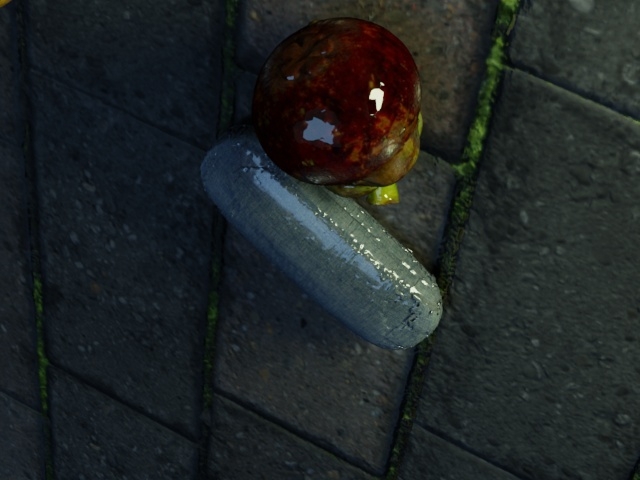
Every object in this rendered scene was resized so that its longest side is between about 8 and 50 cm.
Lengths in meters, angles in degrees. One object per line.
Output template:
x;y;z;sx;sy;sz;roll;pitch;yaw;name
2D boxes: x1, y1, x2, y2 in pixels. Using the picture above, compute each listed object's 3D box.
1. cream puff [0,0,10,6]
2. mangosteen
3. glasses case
-0.321;-0.321;1.056;0.231;0.343;0.327;24;160;37;cream puff
0.033;-0.108;1.148;0.181;0.156;0.146;28;120;-32;mangosteen
0.000;0.000;1.312;0.282;0.067;0.109;43;137;-1;glasses case
